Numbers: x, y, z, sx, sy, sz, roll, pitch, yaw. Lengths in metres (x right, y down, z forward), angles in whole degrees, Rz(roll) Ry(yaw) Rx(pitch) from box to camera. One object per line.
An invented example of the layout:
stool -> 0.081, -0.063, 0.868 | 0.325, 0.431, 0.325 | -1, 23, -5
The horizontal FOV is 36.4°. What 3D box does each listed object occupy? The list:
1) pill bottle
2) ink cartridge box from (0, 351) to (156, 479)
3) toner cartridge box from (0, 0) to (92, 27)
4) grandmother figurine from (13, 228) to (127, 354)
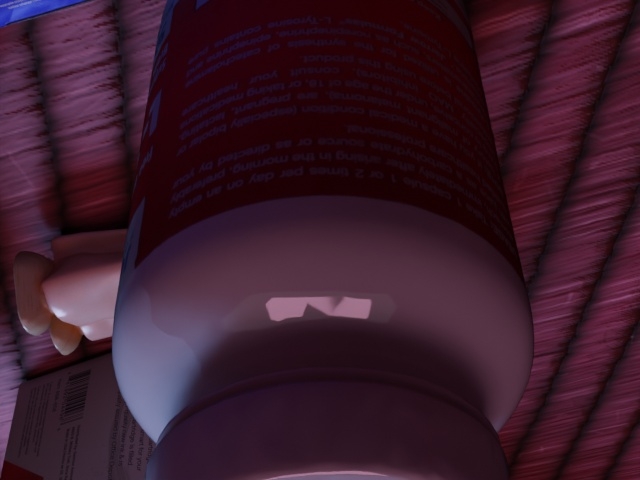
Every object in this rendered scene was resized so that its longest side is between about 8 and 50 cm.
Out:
pill bottle -> 0.000, 0.000, 0.582 | 0.228, 0.408, 0.229 | -1, 137, -1
ink cartridge box -> -0.172, 0.210, 0.959 | 0.272, 0.197, 0.114 | -20, 136, 20
toner cartridge box -> -0.163, -0.228, 0.576 | 0.347, 0.075, 0.165 | -12, 137, 12
grandmother figurine -> -0.083, 0.016, 0.834 | 0.342, 0.104, 0.208 | -12, 164, 7
